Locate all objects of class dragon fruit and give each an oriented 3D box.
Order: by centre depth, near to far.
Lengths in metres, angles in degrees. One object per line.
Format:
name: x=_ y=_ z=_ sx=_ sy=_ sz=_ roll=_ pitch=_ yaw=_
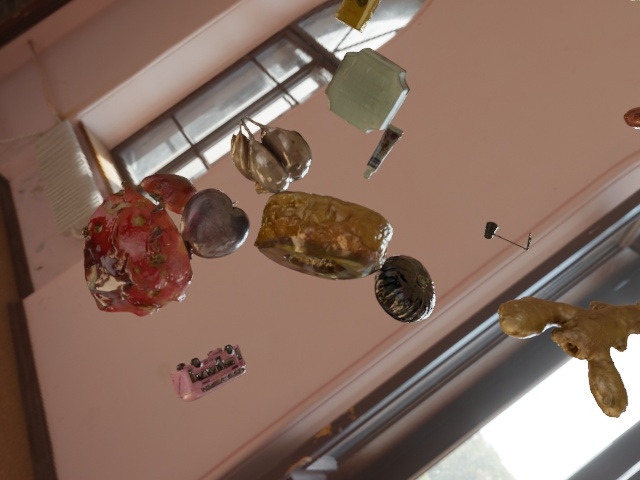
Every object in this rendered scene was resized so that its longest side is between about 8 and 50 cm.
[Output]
dragon fruit: x=-0.328 y=0.040 z=0.924 sx=0.126 sy=0.161 sz=0.274 roll=-50 pitch=144 yaw=-60

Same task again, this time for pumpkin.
pumpkin: x=0.239 y=0.133 z=1.417 sx=0.202 sy=0.140 sz=0.202 roll=27 pitch=48 yaw=-34

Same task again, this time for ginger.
ginger: x=0.680 y=0.228 z=1.331 sx=0.363 sy=0.348 sz=0.122 roll=35 pitch=-38 yaw=29

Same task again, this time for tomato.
tomato: x=-0.467 y=-0.168 z=1.634 sx=0.189 sy=0.099 sz=0.173 roll=40 pitch=17 yaw=9

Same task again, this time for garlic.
garlic: x=-0.161 y=-0.264 z=1.614 sx=0.237 sy=0.210 sz=0.292 roll=37 pitch=-16 yaw=24

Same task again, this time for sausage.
sausage: x=1.005 y=-0.366 z=1.501 sx=0.194 sy=0.077 sz=0.077 roll=11 pitch=-33 yaw=40

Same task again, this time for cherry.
cherry: x=-0.259 y=-0.034 z=1.243 sx=0.140 sy=0.176 sz=0.176 roll=-8 pitch=-57 yaw=55

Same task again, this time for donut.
donut: x=0.000 y=0.000 z=1.218 sx=0.330 sy=0.159 sz=0.330 roll=13 pitch=-26 yaw=7

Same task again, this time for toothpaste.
toothpaste: x=0.210 y=-0.307 z=1.766 sx=0.062 sy=0.216 sz=0.037 roll=31 pitch=-8 yaw=10

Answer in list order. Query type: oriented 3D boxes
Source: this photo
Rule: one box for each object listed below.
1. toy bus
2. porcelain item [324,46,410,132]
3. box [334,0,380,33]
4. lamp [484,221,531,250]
toy bus: x=-0.261 y=0.309 z=1.202 sx=0.203 sy=0.063 sz=0.090 roll=-14 pitch=80 yaw=-60
porcelain item: x=0.188 y=-0.590 z=2.007 sx=0.286 sy=0.281 sz=0.157 roll=34 pitch=26 yaw=8
box: x=0.106 y=-0.587 z=1.217 sx=0.087 sy=0.155 sz=0.023 roll=39 pitch=18 yaw=20
lamp: x=0.483 y=-0.010 z=1.321 sx=0.121 sy=0.054 sz=0.041 roll=15 pitch=-31 yaw=28
